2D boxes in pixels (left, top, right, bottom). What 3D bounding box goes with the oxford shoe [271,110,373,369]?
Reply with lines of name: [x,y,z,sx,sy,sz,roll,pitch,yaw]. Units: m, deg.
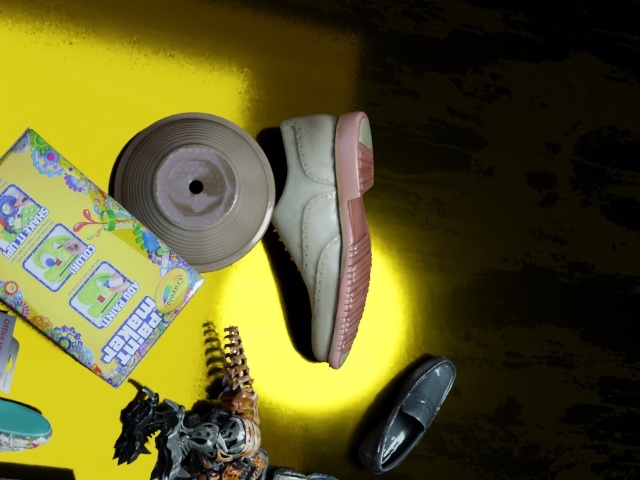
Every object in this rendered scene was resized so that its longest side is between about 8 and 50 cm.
oxford shoe: [0.000,0.000,1.518,0.146,0.140,0.397,3,96,14]

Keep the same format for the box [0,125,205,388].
box: [-0.337,0.025,1.274,0.279,0.290,0.177,42,75,-15]

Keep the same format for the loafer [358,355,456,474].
loafer: [0.149,0.281,1.576,0.076,0.078,0.223,44,74,-16]

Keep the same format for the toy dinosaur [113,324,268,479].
toy dinosaur: [-0.166,0.294,1.440,0.218,0.164,0.322,12,66,-36]

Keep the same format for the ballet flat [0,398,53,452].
ballet flat: [-0.488,0.246,1.333,0.240,0.091,0.077,21,112,-16]

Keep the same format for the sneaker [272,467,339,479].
sneaker: [-0.014,0.394,1.530,0.135,0.052,0.058,14,93,-14]

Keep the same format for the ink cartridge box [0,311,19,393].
ink cartridge box: [-0.473,0.144,1.307,0.143,0.090,0.092,17,49,-21]

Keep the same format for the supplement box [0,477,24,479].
supplement box: [-0.447,0.387,1.324,0.239,0.073,0.130,12,68,-21]

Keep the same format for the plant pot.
plant pot: [-0.178,-0.071,1.410,0.237,0.110,0.238,0,88,-9]
